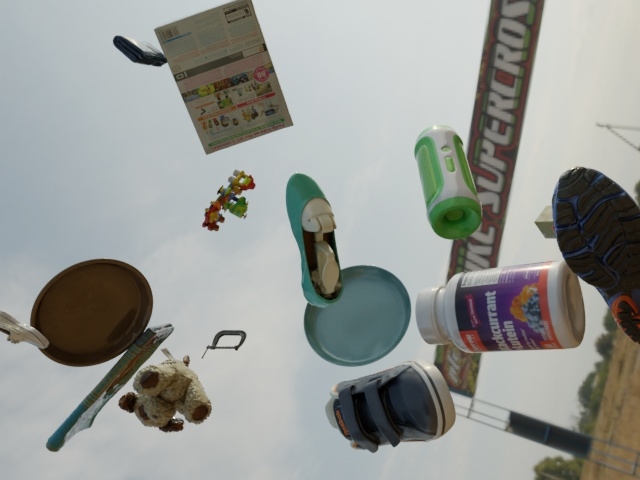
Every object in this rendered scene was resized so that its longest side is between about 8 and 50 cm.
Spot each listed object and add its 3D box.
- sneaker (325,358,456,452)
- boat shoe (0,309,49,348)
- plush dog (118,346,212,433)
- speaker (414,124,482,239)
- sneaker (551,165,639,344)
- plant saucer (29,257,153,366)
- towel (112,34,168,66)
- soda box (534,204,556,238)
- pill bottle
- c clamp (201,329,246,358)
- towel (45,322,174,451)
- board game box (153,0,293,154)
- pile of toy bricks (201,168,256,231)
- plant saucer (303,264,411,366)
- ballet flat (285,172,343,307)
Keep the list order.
[{"bbox_3d":[0.097,0.270,0.966,0.321,0.128,0.126,127,125,-68],"label":"sneaker"},{"bbox_3d":[-0.490,0.151,0.982,0.035,0.100,0.035,-47,11,49],"label":"boat shoe"},{"bbox_3d":[-0.489,0.484,1.896,0.262,0.210,0.225,38,-77,-21],"label":"plush dog"},{"bbox_3d":[0.296,-0.144,1.442,0.131,0.131,0.296,72,-169,-45],"label":"speaker"},{"bbox_3d":[0.297,0.013,0.630,0.221,0.083,0.087,53,-160,-23],"label":"sneaker"},{"bbox_3d":[-0.527,0.163,1.413,0.278,0.041,0.277,-18,-57,-31],"label":"plant saucer"},{"bbox_3d":[-0.341,-0.361,1.159,0.029,0.067,0.119,-50,0,16],"label":"towel"},{"bbox_3d":[0.576,-0.043,1.367,0.061,0.181,0.058,-48,-70,-19],"label":"soda box"},{"bbox_3d":[0.226,0.089,0.783,0.108,0.194,0.108,19,-114,-50],"label":"pill bottle"},{"bbox_3d":[-0.364,0.397,2.342,0.137,0.161,0.022,-78,-25,-49],"label":"c clamp"},{"bbox_3d":[-0.529,0.366,1.577,0.370,0.040,0.271,-49,0,-5],"label":"towel"},{"bbox_3d":[-0.215,-0.380,1.410,0.097,0.224,0.303,-107,-1,-65],"label":"board game box"},{"bbox_3d":[-0.266,-0.104,1.856,0.212,0.105,0.118,-59,-4,-36],"label":"pile of toy bricks"},{"bbox_3d":[0.107,0.217,1.746,0.317,0.318,0.043,-64,-31,-23],"label":"plant saucer"},{"bbox_3d":[0.000,0.000,1.072,0.083,0.087,0.247,-15,-78,-31],"label":"ballet flat"}]
